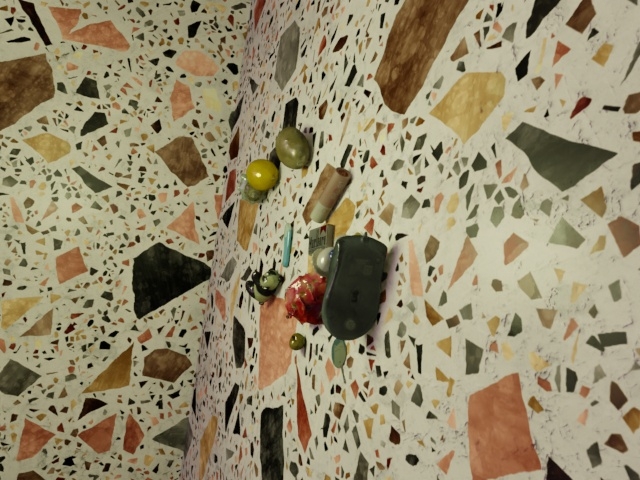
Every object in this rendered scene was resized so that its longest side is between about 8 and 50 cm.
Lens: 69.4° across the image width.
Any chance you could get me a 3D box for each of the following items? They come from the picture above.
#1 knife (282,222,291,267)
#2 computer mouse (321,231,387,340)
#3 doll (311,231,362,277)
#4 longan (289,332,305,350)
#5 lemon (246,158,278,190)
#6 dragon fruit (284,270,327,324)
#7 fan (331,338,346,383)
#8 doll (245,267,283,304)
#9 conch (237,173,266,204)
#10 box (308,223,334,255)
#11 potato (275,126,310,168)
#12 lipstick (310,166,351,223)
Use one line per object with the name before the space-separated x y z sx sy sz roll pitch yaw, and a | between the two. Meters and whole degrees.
knife | -0.165 0.023 2.288 0.064 0.031 0.222 2 87 60
computer mouse | 0.105 0.143 1.525 0.122 0.188 0.371 -126 46 -72
doll | 0.059 0.056 1.731 0.293 0.119 0.138 -34 28 50
longan | -0.104 0.430 1.973 0.075 0.083 0.075 -20 43 20
lemon | -0.319 -0.363 2.567 0.203 0.178 0.178 23 103 42
dragon fruit | -0.059 0.250 1.846 0.274 0.161 0.126 -68 26 22
fan | 0.072 0.439 1.692 0.113 0.005 0.175 -55 36 43
doll | -0.282 0.223 2.357 0.135 0.143 0.234 57 136 22
conch | -0.409 -0.340 2.754 0.203 0.169 0.386 -55 35 20
box | 0.000 0.000 1.948 0.177 0.035 0.115 -15 68 62
potato | -0.133 -0.444 2.236 0.235 0.160 0.178 53 168 39
lipstick | 0.038 -0.181 1.888 0.254 0.070 0.070 -59 34 38
